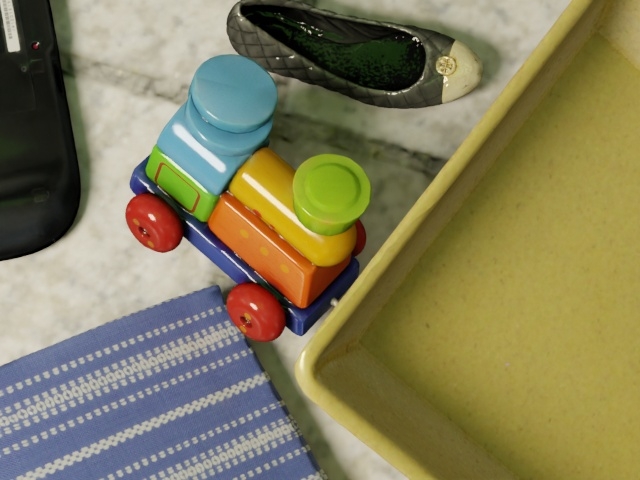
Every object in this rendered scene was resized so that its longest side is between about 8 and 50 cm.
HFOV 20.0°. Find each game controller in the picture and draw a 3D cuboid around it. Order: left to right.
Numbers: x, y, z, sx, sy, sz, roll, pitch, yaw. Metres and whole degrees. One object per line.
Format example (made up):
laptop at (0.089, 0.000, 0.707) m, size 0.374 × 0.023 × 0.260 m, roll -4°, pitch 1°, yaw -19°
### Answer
game controller at (-0.260, -0.138, 1.204) m, size 0.166 × 0.067 × 0.319 m, roll -9°, pitch 81°, yaw -15°

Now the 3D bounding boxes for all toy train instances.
toy train at (0.000, 0.000, 1.116) m, size 0.248 × 0.143 × 0.105 m, roll 41°, pitch 61°, yaw 7°

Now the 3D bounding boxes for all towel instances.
towel at (-0.078, 0.208, 1.090) m, size 0.243 × 0.040 × 0.336 m, roll -22°, pitch 78°, yaw -38°

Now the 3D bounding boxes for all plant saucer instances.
plant saucer at (0.184, 0.041, 1.104) m, size 0.333 × 0.081 × 0.333 m, roll 41°, pitch 82°, yaw -21°

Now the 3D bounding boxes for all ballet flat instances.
ballet flat at (0.021, -0.123, 1.196) m, size 0.173 × 0.049 × 0.057 m, roll 11°, pitch 82°, yaw 2°
